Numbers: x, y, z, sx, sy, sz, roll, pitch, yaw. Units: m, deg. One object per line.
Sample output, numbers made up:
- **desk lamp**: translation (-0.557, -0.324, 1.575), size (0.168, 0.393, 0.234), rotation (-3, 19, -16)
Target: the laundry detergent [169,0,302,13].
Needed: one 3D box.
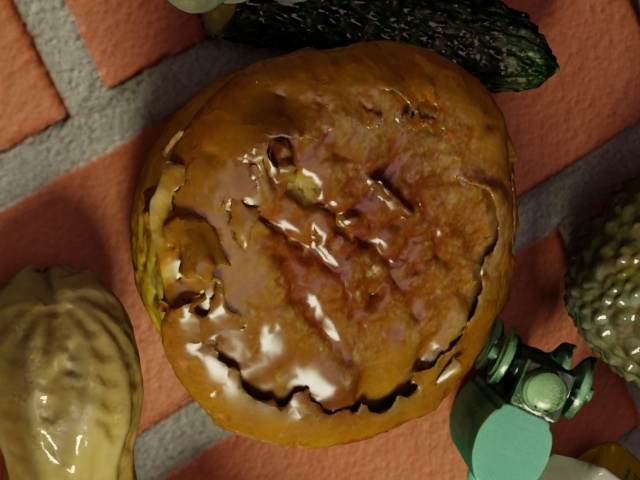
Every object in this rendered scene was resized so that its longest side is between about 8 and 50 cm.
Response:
- **laundry detergent**: translation (-0.003, -0.317, 1.303), size (0.398, 0.124, 0.264), rotation (-44, 129, -41)

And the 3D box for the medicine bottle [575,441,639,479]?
- **medicine bottle**: translation (0.352, 0.313, 1.648), size (0.260, 0.064, 0.095), rotation (42, 84, -23)

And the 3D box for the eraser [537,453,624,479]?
- **eraser**: translation (0.338, 0.369, 1.590), size (0.397, 0.082, 0.213), rotation (34, 108, -23)

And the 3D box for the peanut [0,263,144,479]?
- **peanut**: translation (-0.214, 0.177, 1.320), size (0.149, 0.149, 0.313), rotation (-2, 97, -26)

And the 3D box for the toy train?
- **toy train**: translation (0.176, 0.156, 1.463), size (0.101, 0.248, 0.159), rotation (25, 93, -1)

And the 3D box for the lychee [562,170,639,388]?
- **lychee**: translation (0.376, 0.036, 1.538), size (0.274, 0.255, 0.255), rotation (-11, 99, -10)

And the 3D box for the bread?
- **bread**: translation (-0.003, 0.000, 1.374), size (0.358, 0.204, 0.337), rotation (-11, 101, -29)

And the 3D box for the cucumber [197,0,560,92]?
- **cucumber**: translation (0.068, -0.200, 1.454), size (0.359, 0.096, 0.096), rotation (6, 91, -27)
